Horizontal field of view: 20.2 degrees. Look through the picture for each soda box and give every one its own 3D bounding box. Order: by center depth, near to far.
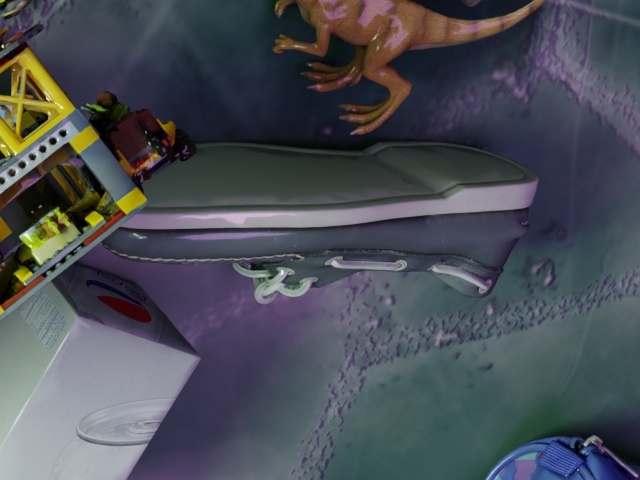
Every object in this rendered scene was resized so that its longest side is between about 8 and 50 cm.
[{"bbox_3d":[-0.194,0.152,1.081,0.098,0.091,0.286,23,103,-41],"label":"soda box"}]

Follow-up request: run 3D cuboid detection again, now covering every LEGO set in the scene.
[{"bbox_3d":[-0.248,-0.020,0.861,0.331,0.255,0.192,-37,100,-6],"label":"LEGO set"}]

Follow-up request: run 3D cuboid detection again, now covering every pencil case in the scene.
[{"bbox_3d":[0.255,0.231,1.408,0.306,0.119,0.133,19,104,-40],"label":"pencil case"}]

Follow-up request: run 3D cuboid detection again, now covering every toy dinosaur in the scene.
[{"bbox_3d":[0.043,-0.123,1.058,0.211,0.064,0.112,9,130,-20],"label":"toy dinosaur"}]

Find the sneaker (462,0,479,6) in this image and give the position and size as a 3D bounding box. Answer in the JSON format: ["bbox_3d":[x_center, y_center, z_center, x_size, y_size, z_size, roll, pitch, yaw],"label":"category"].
[{"bbox_3d":[0.163,-0.198,1.123,0.185,0.069,0.084,-13,133,-20],"label":"sneaker"}]

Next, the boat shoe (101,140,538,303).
[{"bbox_3d":[0.000,0.000,1.101,0.319,0.116,0.099,-5,116,-37],"label":"boat shoe"}]
